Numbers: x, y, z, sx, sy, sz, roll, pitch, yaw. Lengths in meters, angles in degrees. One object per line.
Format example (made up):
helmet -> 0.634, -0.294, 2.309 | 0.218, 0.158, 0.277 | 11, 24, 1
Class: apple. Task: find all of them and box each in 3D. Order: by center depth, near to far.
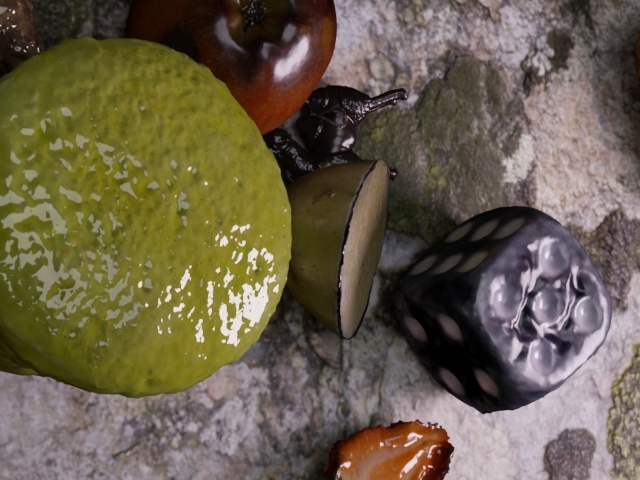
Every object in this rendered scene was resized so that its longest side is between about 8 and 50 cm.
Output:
apple -> -0.091, -0.223, 1.810 | 0.229, 0.230, 0.230 | 3, 84, -26

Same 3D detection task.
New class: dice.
dice -> 0.208, 0.078, 1.943 | 0.181, 0.182, 0.183 | -39, 104, -25

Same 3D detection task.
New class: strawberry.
strawberry -> 0.064, 0.281, 1.908 | 0.140, 0.085, 0.192 | 22, 54, -7

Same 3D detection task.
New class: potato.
potato -> 0.000, 0.000, 1.882 | 0.117, 0.202, 0.182 | 11, 43, 12

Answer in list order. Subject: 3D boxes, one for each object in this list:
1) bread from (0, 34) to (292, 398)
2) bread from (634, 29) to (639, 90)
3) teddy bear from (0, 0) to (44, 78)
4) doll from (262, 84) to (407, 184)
bread -> -0.227, -0.007, 1.669 | 0.348, 0.307, 0.348 | 7, 76, -28
bread -> 0.555, -0.167, 2.162 | 0.337, 0.148, 0.328 | -19, 98, -28
teddy bear -> -0.429, -0.252, 1.663 | 0.296, 0.246, 0.223 | -14, 136, -21
doll -> 0.012, -0.116, 1.939 | 0.165, 0.057, 0.139 | 9, 84, -20
